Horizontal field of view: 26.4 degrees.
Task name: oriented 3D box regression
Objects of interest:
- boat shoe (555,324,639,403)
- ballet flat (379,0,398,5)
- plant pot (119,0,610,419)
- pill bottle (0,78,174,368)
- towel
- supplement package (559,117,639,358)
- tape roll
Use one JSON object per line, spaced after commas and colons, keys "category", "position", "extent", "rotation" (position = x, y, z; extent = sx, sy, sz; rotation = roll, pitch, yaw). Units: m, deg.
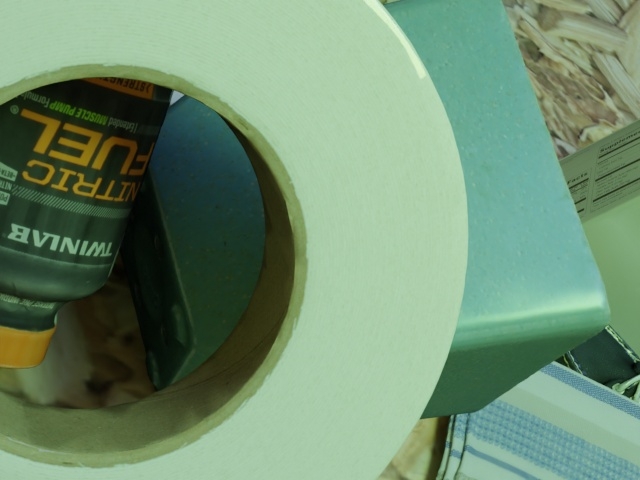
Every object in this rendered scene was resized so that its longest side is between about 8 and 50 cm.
{"category": "boat shoe", "position": [0.314, 0.174, 1.315], "extent": [0.114, 0.091, 0.302], "rotation": [-32, 84, -34]}
{"category": "ballet flat", "position": [0.035, -0.280, 1.344], "extent": [0.213, 0.072, 0.068], "rotation": [50, 64, -15]}
{"category": "plant pot", "position": [0.000, 0.000, 0.925], "extent": [0.252, 0.247, 0.248], "rotation": [-11, 73, -20]}
{"category": "pill bottle", "position": [-0.163, -0.053, 0.779], "extent": [0.130, 0.130, 0.245], "rotation": [11, 102, -48]}
{"category": "towel", "position": [0.193, 0.214, 1.153], "extent": [0.209, 0.034, 0.285], "rotation": [25, 43, -6]}
{"category": "supplement package", "position": [0.357, 0.024, 1.409], "extent": [0.262, 0.204, 0.145], "rotation": [45, 37, -22]}
{"category": "tape roll", "position": [-0.117, 0.009, 0.700], "extent": [0.392, 0.392, 0.072], "rotation": [46, -1, -22]}
